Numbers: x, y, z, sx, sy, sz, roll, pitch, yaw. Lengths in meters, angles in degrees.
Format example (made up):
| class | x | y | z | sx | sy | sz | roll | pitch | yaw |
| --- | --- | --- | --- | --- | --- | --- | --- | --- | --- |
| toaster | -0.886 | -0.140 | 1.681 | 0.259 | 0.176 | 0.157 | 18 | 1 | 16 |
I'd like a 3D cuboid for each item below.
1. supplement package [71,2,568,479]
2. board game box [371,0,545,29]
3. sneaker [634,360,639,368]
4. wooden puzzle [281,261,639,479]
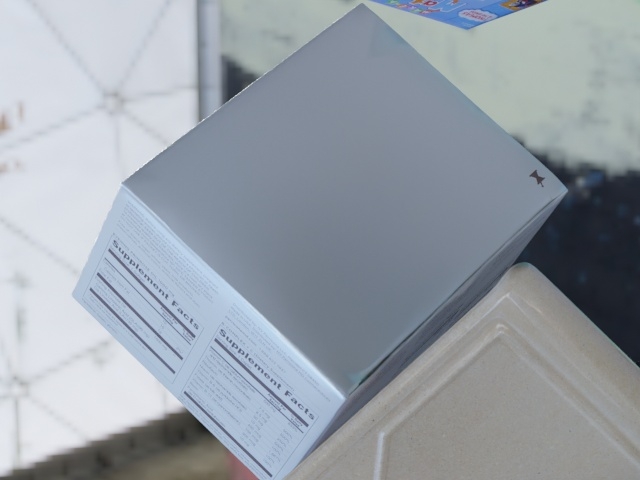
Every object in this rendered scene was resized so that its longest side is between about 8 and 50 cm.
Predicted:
| class | x | y | z | sx | sy | sz | roll | pitch | yaw |
| --- | --- | --- | --- | --- | --- | --- | --- | --- | --- |
| supplement package | 0.000 | 0.000 | 1.351 | 0.204 | 0.145 | 0.262 | 43 | -128 | 9 |
| board game box | 0.166 | -0.249 | 1.770 | 0.211 | 0.039 | 0.160 | -18 | 163 | 38 |
| sneaker | 0.237 | 0.147 | 1.742 | 0.221 | 0.087 | 0.083 | 17 | -141 | -14 |
| wooden puzzle | 0.095 | 0.154 | 1.126 | 0.239 | 0.221 | 0.044 | -45 | -153 | 5 |
